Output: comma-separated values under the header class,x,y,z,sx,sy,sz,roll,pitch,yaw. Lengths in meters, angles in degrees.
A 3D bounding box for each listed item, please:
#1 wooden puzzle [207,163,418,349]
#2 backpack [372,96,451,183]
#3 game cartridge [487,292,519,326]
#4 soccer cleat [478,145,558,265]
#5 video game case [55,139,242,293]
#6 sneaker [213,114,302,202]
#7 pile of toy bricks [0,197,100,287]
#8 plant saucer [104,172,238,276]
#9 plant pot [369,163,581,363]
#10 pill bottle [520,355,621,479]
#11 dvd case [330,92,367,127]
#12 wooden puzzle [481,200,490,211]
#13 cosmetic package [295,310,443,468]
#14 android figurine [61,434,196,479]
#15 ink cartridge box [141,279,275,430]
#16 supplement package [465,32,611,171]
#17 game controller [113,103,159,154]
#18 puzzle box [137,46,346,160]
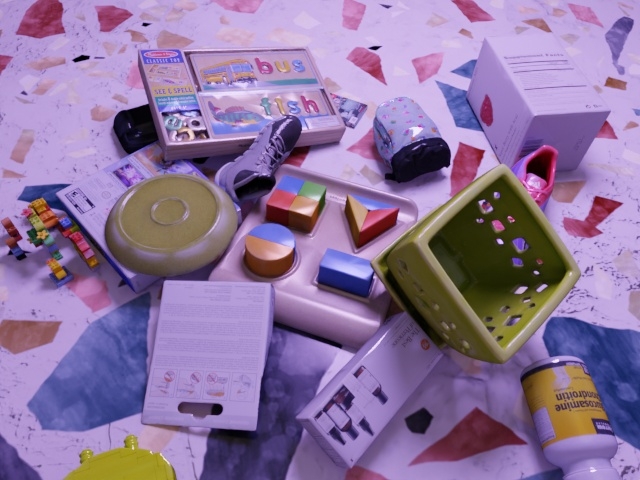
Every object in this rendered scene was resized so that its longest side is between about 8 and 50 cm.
class,x,y,z,sx,sy,sz,roll,pitch,yaw
wooden puzzle,0.000,0.000,0.996,0.322,0.080,0.347,17,53,9
backpack,0.190,-0.227,1.163,0.152,0.115,0.182,-16,52,-12
game cartridge,0.332,0.121,0.965,0.056,0.017,0.083,26,55,11
soccer cleat,0.391,-0.064,1.040,0.109,0.116,0.318,30,55,6
video game case,-0.333,-0.060,1.034,0.244,0.061,0.269,-36,63,-26
sneaker,-0.101,-0.154,1.061,0.228,0.086,0.132,-45,37,-6
pile of toy bricks,-0.508,-0.015,0.961,0.118,0.105,0.212,-37,62,-27
plant saucer,-0.274,-0.044,0.964,0.241,0.037,0.240,2,53,-2
plant pot,0.233,0.047,0.862,0.227,0.207,0.228,-38,93,-25
pill bottle,0.376,0.276,0.791,0.103,0.103,0.184,-2,52,-5
dvd case,0.045,-0.322,1.291,0.120,0.013,0.087,20,54,13
wooden puzzle,0.357,-0.057,1.108,0.049,0.006,0.083,26,55,16
cosmetic package,0.082,0.225,0.819,0.239,0.060,0.099,-41,92,-29
android figurine,-0.262,0.395,0.690,0.248,0.056,0.272,-17,56,-15
ink cartridge box,-0.178,0.182,0.863,0.189,0.066,0.232,1,74,7
supplement package,0.480,-0.317,1.209,0.176,0.177,0.292,-6,52,-7
game controller,-0.312,-0.287,1.223,0.319,0.067,0.166,-22,42,-20
puzzle box,-0.172,-0.320,1.178,0.409,0.052,0.272,-11,64,-25
